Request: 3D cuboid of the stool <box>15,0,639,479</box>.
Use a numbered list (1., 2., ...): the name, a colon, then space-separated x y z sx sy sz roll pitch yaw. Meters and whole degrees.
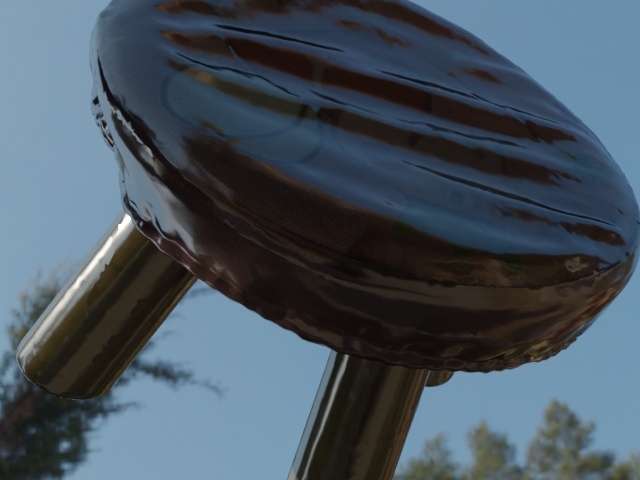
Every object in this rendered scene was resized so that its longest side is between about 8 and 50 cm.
1. stool: 0.000 0.000 0.648 0.272 0.272 0.178 10 -55 -24
